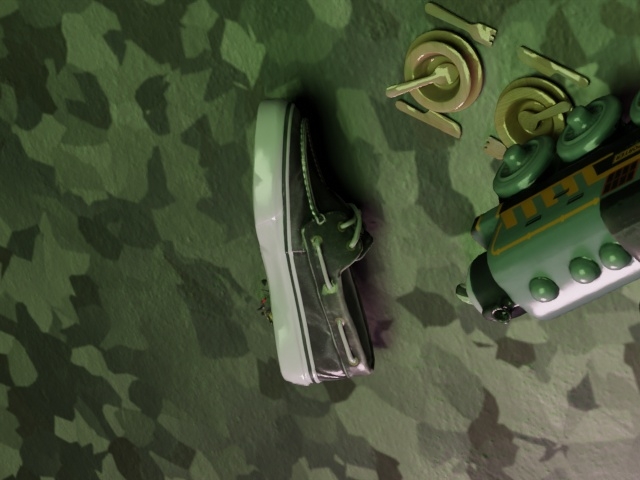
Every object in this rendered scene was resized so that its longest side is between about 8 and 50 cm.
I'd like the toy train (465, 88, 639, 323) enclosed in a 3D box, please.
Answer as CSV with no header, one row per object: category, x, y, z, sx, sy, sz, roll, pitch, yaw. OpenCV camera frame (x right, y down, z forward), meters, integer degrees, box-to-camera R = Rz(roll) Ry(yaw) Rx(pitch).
toy train,0.264,-0.035,1.391,0.142,0.190,0.334,43,138,-17

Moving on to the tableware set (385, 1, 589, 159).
tableware set,0.162,-0.142,1.527,0.194,0.039,0.128,29,126,19

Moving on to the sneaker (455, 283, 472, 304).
sneaker,0.193,0.049,1.610,0.109,0.040,0.044,2,98,29

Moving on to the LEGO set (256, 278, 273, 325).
LEGO set,-0.048,0.064,1.788,0.054,0.023,0.083,56,143,0

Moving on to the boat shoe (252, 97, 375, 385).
boat shoe,0.000,0.000,1.676,0.119,0.121,0.335,-4,116,10
